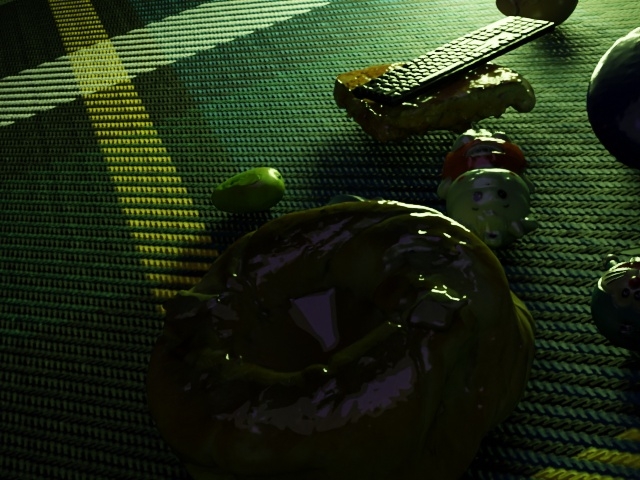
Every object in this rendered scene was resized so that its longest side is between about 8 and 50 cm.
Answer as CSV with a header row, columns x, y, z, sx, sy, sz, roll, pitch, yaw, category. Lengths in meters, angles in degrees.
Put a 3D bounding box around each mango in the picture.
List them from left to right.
x,y,z,sx,sy,sz,roll,pitch,yaw,category
-0.100,-0.067,1.353,0.108,0.056,0.073,-10,26,17,mango

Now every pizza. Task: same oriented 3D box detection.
x,y,z,sx,sy,sz,roll,pitch,yaw,category
0.134,-0.190,1.400,0.335,0.086,0.226,8,36,35,pizza

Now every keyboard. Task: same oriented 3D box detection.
x,y,z,sx,sy,sz,roll,pitch,yaw,category
0.188,-0.256,1.387,0.309,0.018,0.101,-28,30,-25,keyboard

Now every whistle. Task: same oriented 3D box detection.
x,y,z,sx,sy,sz,roll,pitch,yaw,category
0.197,-0.068,1.174,0.101,0.106,0.253,24,32,-10,whistle

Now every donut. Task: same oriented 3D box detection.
x,y,z,sx,sy,sz,roll,pitch,yaw,category
0.021,0.105,0.924,0.360,0.170,0.360,-15,36,11,donut

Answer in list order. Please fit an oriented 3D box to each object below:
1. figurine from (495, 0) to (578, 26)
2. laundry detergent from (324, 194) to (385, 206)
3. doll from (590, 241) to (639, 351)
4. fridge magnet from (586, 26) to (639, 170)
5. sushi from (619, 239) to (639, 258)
x,y,z,sx,sy,sz,roll,pitch,yaw,category
0.355,-0.400,1.590,0.125,0.125,0.138,14,30,41,figurine
0.000,-0.001,1.197,0.206,0.061,0.096,-27,31,-16,laundry detergent
0.310,0.051,0.943,0.114,0.085,0.152,11,33,32,doll
0.425,-0.155,1.069,0.265,0.113,0.265,-11,47,12,fridge magnet
0.468,-0.022,0.934,0.290,0.050,0.264,-20,26,-38,sushi
